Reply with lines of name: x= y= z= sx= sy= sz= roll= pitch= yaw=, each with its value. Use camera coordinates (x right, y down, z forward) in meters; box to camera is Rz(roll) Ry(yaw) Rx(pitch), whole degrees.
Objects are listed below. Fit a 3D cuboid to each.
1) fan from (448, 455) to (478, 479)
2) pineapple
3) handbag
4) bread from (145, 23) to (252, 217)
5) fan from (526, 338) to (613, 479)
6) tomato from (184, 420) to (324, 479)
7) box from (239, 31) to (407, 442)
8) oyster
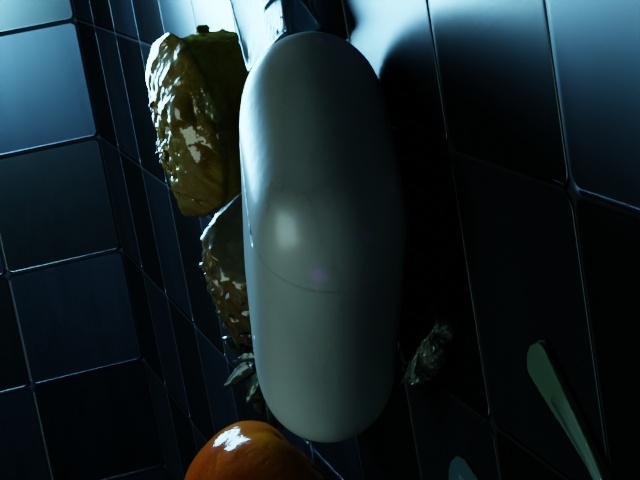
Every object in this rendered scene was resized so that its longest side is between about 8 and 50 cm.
fan: x=0.153 y=0.284 z=1.617 sx=0.113 sy=0.005 sz=0.175 roll=95 pitch=159 yaw=-50
pineapple: x=-0.050 y=0.092 z=1.987 sx=0.340 sy=0.169 sz=0.169 roll=85 pitch=166 yaw=-51
handbag: x=-0.058 y=-0.308 z=1.813 sx=0.179 sy=0.062 sz=0.229 roll=144 pitch=113 yaw=-72
bread: x=-0.120 y=-0.147 z=2.069 sx=0.139 sy=0.143 sz=0.229 roll=1 pitch=107 yaw=65
fan: x=0.198 y=0.153 z=1.297 sx=0.038 sy=0.016 sz=0.193 roll=95 pitch=158 yaw=-46
tomato: x=-0.065 y=0.342 z=2.102 sx=0.260 sy=0.180 sz=0.260 roll=47 pitch=170 yaw=11
box: x=-0.001 y=0.000 z=1.628 sx=0.349 sy=0.141 sz=0.288 roll=92 pitch=174 yaw=-46
oyster: x=0.101 y=0.094 z=1.617 sx=0.100 sy=0.037 sz=0.098 roll=-86 pitch=11 yaw=-62
